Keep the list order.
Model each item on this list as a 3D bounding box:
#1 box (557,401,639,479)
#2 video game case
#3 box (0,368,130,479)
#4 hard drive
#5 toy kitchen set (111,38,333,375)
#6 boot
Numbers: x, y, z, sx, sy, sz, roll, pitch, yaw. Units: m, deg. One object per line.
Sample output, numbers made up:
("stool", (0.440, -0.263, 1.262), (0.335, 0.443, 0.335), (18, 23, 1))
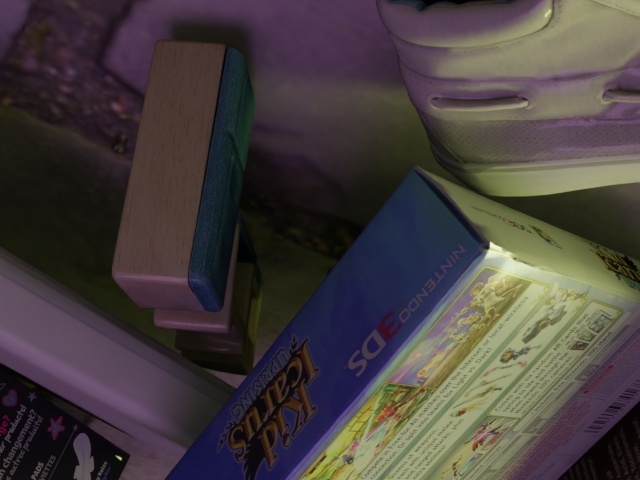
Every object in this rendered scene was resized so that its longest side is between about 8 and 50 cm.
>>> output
("box", (0.265, 0.192, 0.572), (0.191, 0.143, 0.381), (21, 123, -16))
("video game case", (0.055, 0.105, 0.488), (0.244, 0.061, 0.269), (16, 120, -46))
("box", (-0.296, 0.187, 0.671), (0.247, 0.163, 0.142), (-3, 142, 40))
("hard drive", (-0.189, 0.051, 0.548), (0.353, 0.047, 0.233), (39, 158, -32))
("toy kitchen set", (0.000, 0.000, 0.496), (0.166, 0.122, 0.207), (5, 161, 4))
("boot", (0.150, -0.088, 0.346), (0.258, 0.095, 0.123), (-10, 144, 23))
